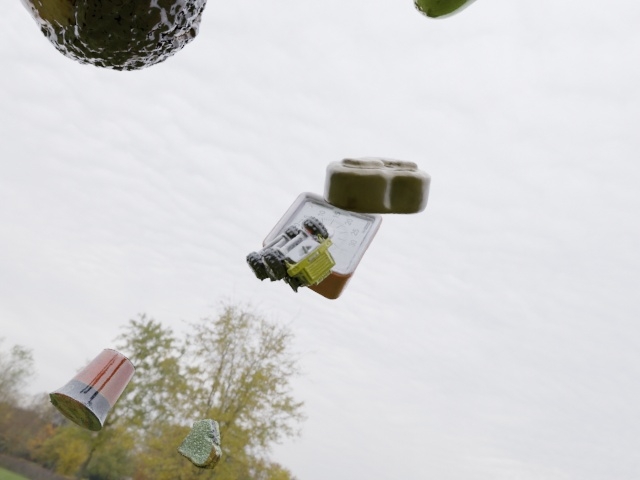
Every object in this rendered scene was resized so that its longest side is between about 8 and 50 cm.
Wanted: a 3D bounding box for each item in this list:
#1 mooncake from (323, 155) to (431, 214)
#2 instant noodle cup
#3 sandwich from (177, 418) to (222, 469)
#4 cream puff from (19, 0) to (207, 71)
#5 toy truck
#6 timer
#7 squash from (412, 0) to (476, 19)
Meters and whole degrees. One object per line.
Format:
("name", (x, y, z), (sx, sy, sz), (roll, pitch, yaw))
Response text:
("mooncake", (0.117, -0.128, 1.038), (0.234, 0.235, 0.117), (9, -73, 15))
("instant noodle cup", (-0.472, 0.309, 0.988), (0.127, 0.136, 0.127), (13, -49, 16))
("sandwich", (-0.243, 0.429, 0.984), (0.104, 0.093, 0.036), (13, -28, 43))
("cream puff", (-0.192, -0.280, 0.423), (0.239, 0.164, 0.239), (26, -50, 36))
("toy truck", (-0.062, 0.038, 0.932), (0.111, 0.136, 0.285), (56, -19, -9))
("timer", (0.000, 0.000, 1.275), (0.249, 0.257, 0.161), (29, -39, 5))
("squash", (0.243, -0.385, 0.640), (0.250, 0.083, 0.083), (-24, -44, 6))
